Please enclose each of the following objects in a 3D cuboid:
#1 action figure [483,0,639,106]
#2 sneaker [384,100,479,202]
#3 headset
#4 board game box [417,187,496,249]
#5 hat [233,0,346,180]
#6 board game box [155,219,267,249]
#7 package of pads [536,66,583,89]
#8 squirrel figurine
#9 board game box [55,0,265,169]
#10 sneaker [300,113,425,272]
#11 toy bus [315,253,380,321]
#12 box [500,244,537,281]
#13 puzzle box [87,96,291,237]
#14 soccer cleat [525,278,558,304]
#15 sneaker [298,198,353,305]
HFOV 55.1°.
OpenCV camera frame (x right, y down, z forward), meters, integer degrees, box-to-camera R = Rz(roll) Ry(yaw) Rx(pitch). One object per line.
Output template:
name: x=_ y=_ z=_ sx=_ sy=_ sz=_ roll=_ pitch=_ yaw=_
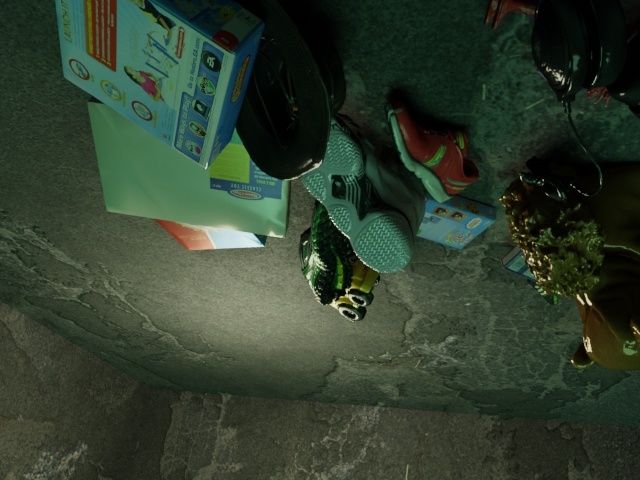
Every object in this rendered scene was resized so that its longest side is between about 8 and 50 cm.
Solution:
action figure: x=0.373 y=-0.264 z=0.893 sx=0.280 sy=0.091 sz=0.139 roll=10 pitch=118 yaw=-2
sneaker: x=0.213 y=-0.183 z=1.151 sx=0.118 sy=0.107 sz=0.279 roll=-28 pitch=141 yaw=23
headset: x=0.375 y=-0.240 z=0.796 sx=0.243 sy=0.185 sz=0.394 roll=14 pitch=109 yaw=-5
board game box: x=0.266 y=-0.053 z=1.404 sx=0.211 sy=0.039 sz=0.160 roll=17 pitch=151 yaw=-11
hat: x=-0.047 y=-0.262 z=0.999 sx=0.331 sy=0.134 sz=0.331 roll=40 pitch=146 yaw=35
board game box: x=-0.301 y=-0.083 z=1.505 sx=0.242 sy=0.064 sz=0.316 roll=-3 pitch=149 yaw=23
package of pads: x=0.387 y=-0.267 z=0.977 sx=0.083 sy=0.032 sz=0.050 roll=29 pitch=149 yaw=-32
squirrel figurine: x=0.510 y=0.049 z=1.163 sx=0.397 sy=0.370 sz=0.281 roll=20 pitch=151 yaw=-18
board game box: x=-0.264 y=-0.297 z=0.970 sx=0.302 sy=0.086 sz=0.308 roll=34 pitch=150 yaw=-1
sneaker: x=0.084 y=-0.127 z=1.221 sx=0.137 sy=0.210 sz=0.366 roll=-28 pitch=99 yaw=32
toy bus: x=0.056 y=0.094 z=1.662 sx=0.211 sy=0.149 sz=0.220 roll=26 pitch=150 yaw=4
box: x=0.560 y=0.051 z=1.461 sx=0.225 sy=0.036 sz=0.136 roll=23 pitch=128 yaw=-20
puzzle box: x=-0.260 y=-0.151 z=1.278 sx=0.408 sy=0.052 sz=0.272 roll=9 pitch=129 yaw=3
soccer cleat: x=0.577 y=0.109 z=1.594 sx=0.072 sy=0.060 sz=0.179 roll=1 pitch=145 yaw=34
sneaker: x=0.000 y=0.000 z=1.465 sx=0.134 sy=0.146 sz=0.344 roll=-23 pitch=141 yaw=-30
